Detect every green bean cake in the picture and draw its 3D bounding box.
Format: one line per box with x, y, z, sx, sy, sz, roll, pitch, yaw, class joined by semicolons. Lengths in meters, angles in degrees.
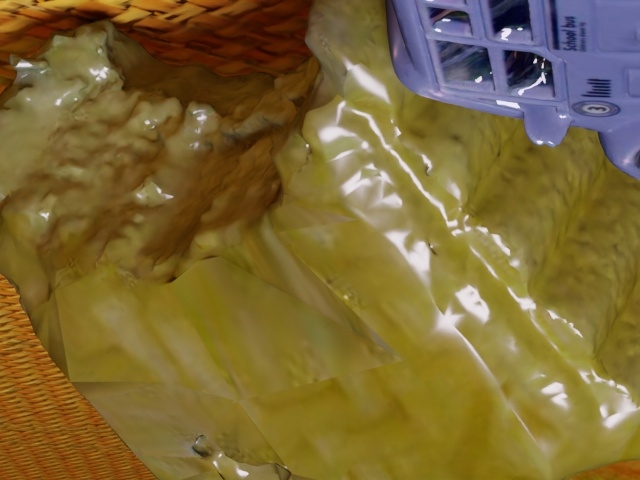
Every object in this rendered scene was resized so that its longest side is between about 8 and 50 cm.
0.000;0.000;0.727;0.236;0.233;0.124;-21;-156;44;green bean cake

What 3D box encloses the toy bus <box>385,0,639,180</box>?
0.075;-0.108;0.529;0.133;0.125;0.292;2;164;10;toy bus

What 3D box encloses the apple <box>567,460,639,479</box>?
0.153;0.005;0.889;0.226;0.246;0.246;7;169;16;apple
